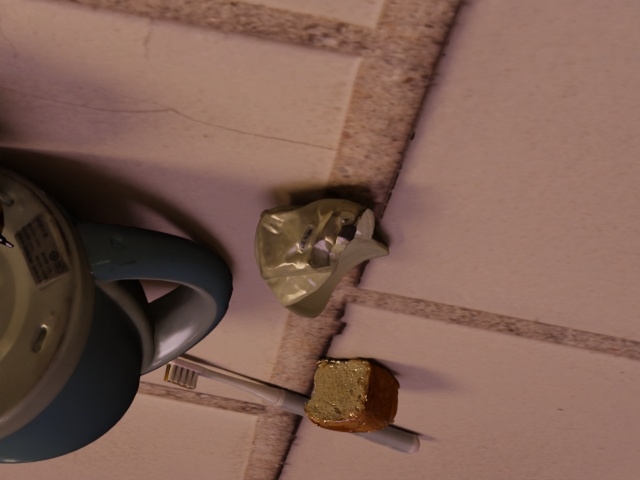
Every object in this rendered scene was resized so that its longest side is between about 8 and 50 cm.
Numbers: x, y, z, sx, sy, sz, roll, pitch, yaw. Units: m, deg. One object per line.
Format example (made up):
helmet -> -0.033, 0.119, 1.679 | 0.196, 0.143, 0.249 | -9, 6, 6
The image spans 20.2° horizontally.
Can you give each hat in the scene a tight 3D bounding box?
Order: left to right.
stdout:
hat -> 0.005, 0.005, 1.538 | 0.122, 0.081, 0.166 | -39, 158, 13

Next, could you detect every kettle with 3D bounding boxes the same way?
kettle -> -0.240, 0.081, 1.655 | 0.319, 0.247, 0.342 | -21, 160, 9

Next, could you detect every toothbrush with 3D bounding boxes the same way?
toothbrush -> -0.029, 0.192, 2.070 | 0.342, 0.030, 0.025 | 19, 162, -26

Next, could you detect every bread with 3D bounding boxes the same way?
bread -> 0.034, 0.171, 1.920 | 0.083, 0.077, 0.070 | -6, 150, 34

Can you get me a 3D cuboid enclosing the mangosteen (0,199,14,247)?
mangosteen -> -0.369, -0.026, 1.425 | 0.243, 0.243, 0.243 | 9, 159, 4
